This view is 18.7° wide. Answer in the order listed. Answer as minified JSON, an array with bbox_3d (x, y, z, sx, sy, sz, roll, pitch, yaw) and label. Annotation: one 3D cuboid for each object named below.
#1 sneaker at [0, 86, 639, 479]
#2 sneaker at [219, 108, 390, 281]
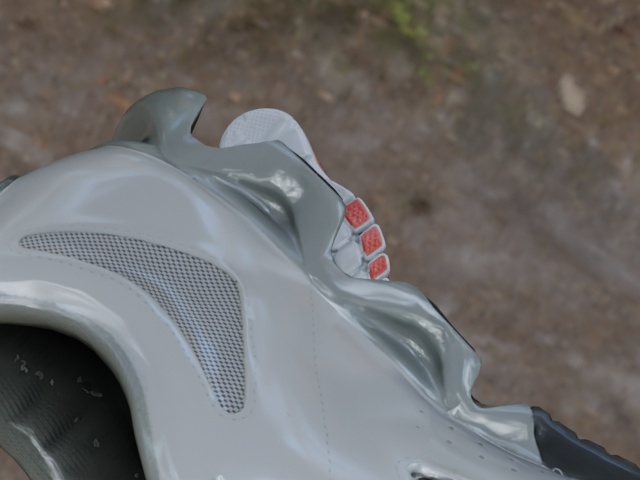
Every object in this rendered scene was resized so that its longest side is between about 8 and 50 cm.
[{"bbox_3d":[0.013,0.102,0.517,0.330,0.122,0.146,38,43,19],"label":"sneaker"},{"bbox_3d":[0.000,0.000,1.021,0.065,0.061,0.158,63,1,-58],"label":"sneaker"}]
